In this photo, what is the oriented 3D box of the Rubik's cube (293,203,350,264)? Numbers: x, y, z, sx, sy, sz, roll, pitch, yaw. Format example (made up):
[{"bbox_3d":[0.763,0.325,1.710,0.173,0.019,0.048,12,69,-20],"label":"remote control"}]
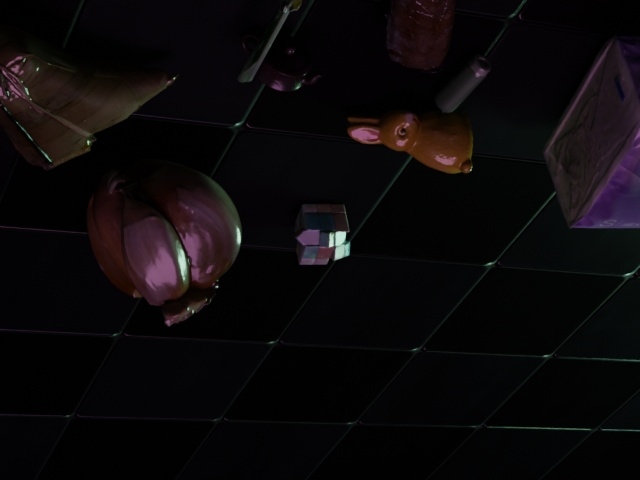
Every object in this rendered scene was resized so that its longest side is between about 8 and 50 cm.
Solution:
[{"bbox_3d":[0.002,-0.001,2.082,0.075,0.073,0.084,-10,146,-2],"label":"Rubik's cube"}]

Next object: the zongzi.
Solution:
[{"bbox_3d":[-0.270,-0.181,1.691,0.197,0.099,0.194,-27,147,3],"label":"zongzi"}]

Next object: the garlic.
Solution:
[{"bbox_3d":[-0.193,-0.016,1.919,0.160,0.214,0.191,-21,107,-16],"label":"garlic"}]

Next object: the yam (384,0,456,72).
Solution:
[{"bbox_3d":[0.112,-0.255,1.719,0.079,0.079,0.141,-7,147,-9],"label":"yam"}]

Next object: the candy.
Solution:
[{"bbox_3d":[-0.033,-0.258,1.650,0.073,0.077,0.262,6,140,-28],"label":"candy"}]

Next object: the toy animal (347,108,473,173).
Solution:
[{"bbox_3d":[0.110,-0.130,1.920,0.159,0.083,0.070,13,133,-21],"label":"toy animal"}]

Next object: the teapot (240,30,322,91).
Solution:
[{"bbox_3d":[-0.044,-0.206,1.755,0.100,0.068,0.045,32,133,-4],"label":"teapot"}]

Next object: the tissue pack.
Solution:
[{"bbox_3d":[0.489,-0.130,1.967,0.338,0.160,0.242,0,147,-17],"label":"tissue pack"}]

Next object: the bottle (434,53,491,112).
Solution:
[{"bbox_3d":[0.173,-0.190,1.884,0.030,0.030,0.083,11,141,-32],"label":"bottle"}]
